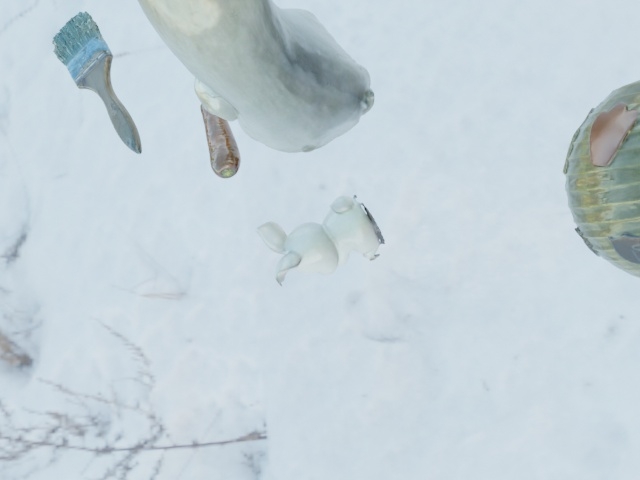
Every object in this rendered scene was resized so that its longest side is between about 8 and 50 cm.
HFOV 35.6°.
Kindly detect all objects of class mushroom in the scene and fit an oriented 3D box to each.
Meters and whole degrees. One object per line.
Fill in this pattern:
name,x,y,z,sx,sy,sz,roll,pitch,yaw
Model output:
mushroom,-0.038,-0.117,0.591,0.099,0.278,0.096,15,84,21

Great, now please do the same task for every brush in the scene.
brush,-0.258,-0.180,1.177,0.070,0.021,0.196,-38,71,24

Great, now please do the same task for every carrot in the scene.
carrot,-0.102,-0.103,1.007,0.032,0.032,0.093,-34,55,23

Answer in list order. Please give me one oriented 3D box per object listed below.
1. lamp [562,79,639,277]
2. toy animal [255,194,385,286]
lamp,0.400,-0.046,1.096,0.250,0.250,0.284,-13,95,29
toy animal,0.001,0.003,1.088,0.124,0.085,0.071,-29,62,-2
